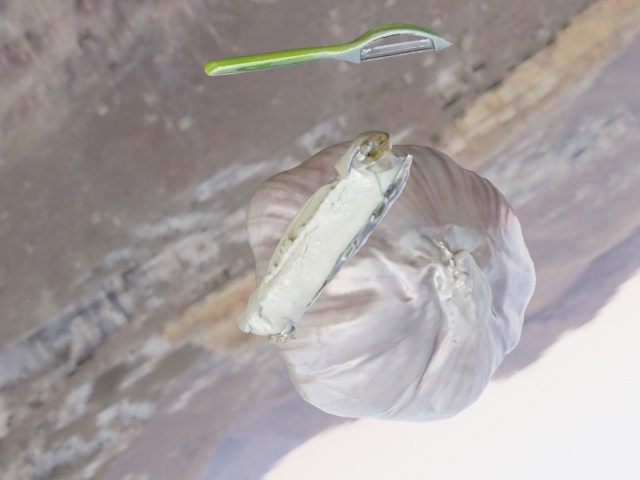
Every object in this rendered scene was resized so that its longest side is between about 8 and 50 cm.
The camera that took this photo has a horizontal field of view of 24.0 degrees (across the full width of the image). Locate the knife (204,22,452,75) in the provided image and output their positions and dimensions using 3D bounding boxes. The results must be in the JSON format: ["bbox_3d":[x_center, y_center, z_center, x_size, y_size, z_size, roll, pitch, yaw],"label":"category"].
[{"bbox_3d":[0.006,-0.140,1.108,0.184,0.026,0.022,-9,178,-2],"label":"knife"}]

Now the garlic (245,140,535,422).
[{"bbox_3d":[0.073,0.043,1.551,0.317,0.318,0.259,-31,-164,-30],"label":"garlic"}]

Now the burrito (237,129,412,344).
[{"bbox_3d":[0.000,0.000,0.914,0.185,0.045,0.041,-53,-160,39],"label":"burrito"}]
